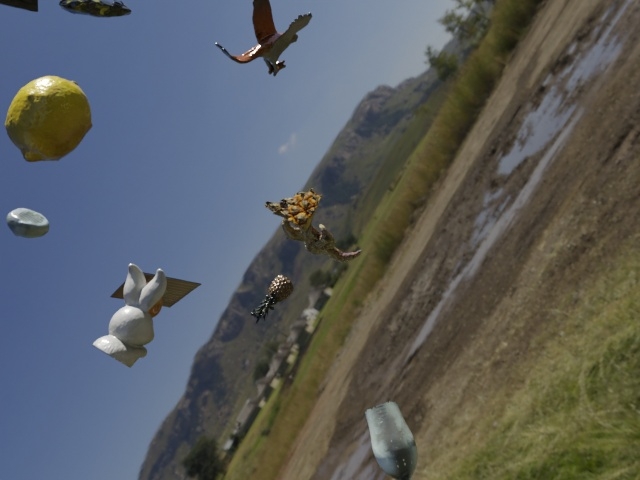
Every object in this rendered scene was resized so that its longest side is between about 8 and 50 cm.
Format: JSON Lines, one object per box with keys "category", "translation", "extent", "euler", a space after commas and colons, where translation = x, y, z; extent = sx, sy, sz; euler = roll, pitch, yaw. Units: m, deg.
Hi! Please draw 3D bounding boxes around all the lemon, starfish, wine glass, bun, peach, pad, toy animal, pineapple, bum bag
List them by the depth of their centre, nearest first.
{"category": "pineapple", "translation": [-0.056, -0.057, 1.302], "extent": [0.077, 0.114, 0.114], "euler": [86, -157, -44]}
{"category": "bun", "translation": [-0.592, -0.031, 1.313], "extent": [0.045, 0.083, 0.083], "euler": [-64, -4, 23]}
{"category": "wine glass", "translation": [0.173, 0.478, 1.457], "extent": [0.103, 0.222, 0.103], "euler": [-15, -24, -7]}
{"category": "toy animal", "translation": [-0.418, 0.172, 1.487], "extent": [0.221, 0.103, 0.131], "euler": [-64, -29, -19]}
{"category": "pineapple", "translation": [-0.119, 0.138, 1.530], "extent": [0.124, 0.058, 0.058], "euler": [-43, -10, -25]}
{"category": "starfish", "translation": [-0.001, 0.002, 1.682], "extent": [0.071, 0.216, 0.238], "euler": [-62, -4, -8]}
{"category": "peach", "translation": [-0.468, 0.157, 1.731], "extent": [0.101, 0.100, 0.101], "euler": [-60, -3, -5]}
{"category": "lemon", "translation": [-0.827, -0.368, 1.982], "extent": [0.233, 0.233, 0.288], "euler": [103, -168, -81]}
{"category": "pad", "translation": [-0.509, 0.154, 1.988], "extent": [0.300, 0.202, 0.005], "euler": [-31, 51, 53]}
{"category": "toy animal", "translation": [-0.170, -0.593, 2.017], "extent": [0.284, 0.225, 0.302], "euler": [-48, -20, -11]}
{"category": "bum bag", "translation": [-0.700, -0.728, 2.032], "extent": [0.232, 0.106, 0.060], "euler": [-14, -73, -43]}

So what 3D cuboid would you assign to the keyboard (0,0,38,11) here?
{"category": "keyboard", "translation": [-0.648, -0.507, 1.241], "extent": [0.381, 0.041, 0.103], "euler": [-76, -10, -78]}
